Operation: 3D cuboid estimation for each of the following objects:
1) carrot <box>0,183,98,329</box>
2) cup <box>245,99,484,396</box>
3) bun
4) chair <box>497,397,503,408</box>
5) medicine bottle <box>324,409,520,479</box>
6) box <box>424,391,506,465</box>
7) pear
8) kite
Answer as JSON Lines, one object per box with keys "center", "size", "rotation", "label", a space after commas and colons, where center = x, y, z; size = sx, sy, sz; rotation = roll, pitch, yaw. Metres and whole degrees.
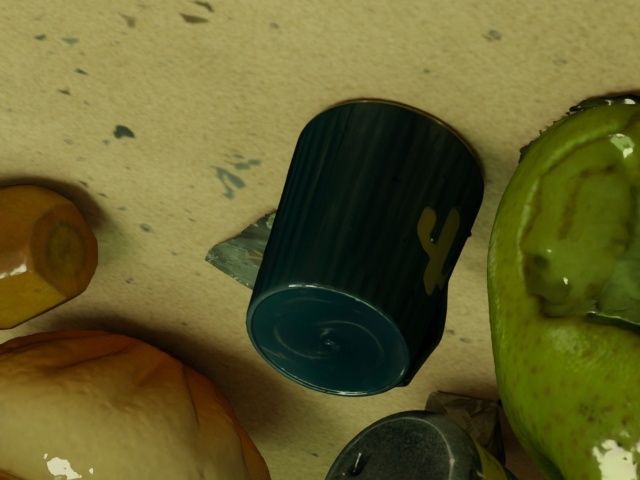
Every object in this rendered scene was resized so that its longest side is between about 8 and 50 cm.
{"center": [-0.307, 0.018, 1.495], "size": [0.302, 0.114, 0.114], "rotation": [-5, 141, 38], "label": "carrot"}
{"center": [0.033, 0.023, 1.220], "size": [0.131, 0.155, 0.176], "rotation": [-5, 132, 28], "label": "cup"}
{"center": [-0.163, 0.170, 1.594], "size": [0.299, 0.164, 0.299], "rotation": [25, 166, 7], "label": "bun"}
{"center": [0.180, 0.140, 1.465], "size": [0.086, 0.042, 0.037], "rotation": [45, 166, 39], "label": "chair"}
{"center": [0.131, 0.260, 1.492], "size": [0.141, 0.141, 0.293], "rotation": [-6, 143, 38], "label": "medicine bottle"}
{"center": [0.116, 0.166, 1.531], "size": [0.062, 0.045, 0.098], "rotation": [8, 146, 18], "label": "box"}
{"center": [0.184, 0.057, 1.114], "size": [0.238, 0.255, 0.164], "rotation": [7, 149, 32], "label": "pear"}
{"center": [0.000, 0.001, 1.370], "size": [0.141, 0.015, 0.245], "rotation": [23, 150, -5], "label": "kite"}
